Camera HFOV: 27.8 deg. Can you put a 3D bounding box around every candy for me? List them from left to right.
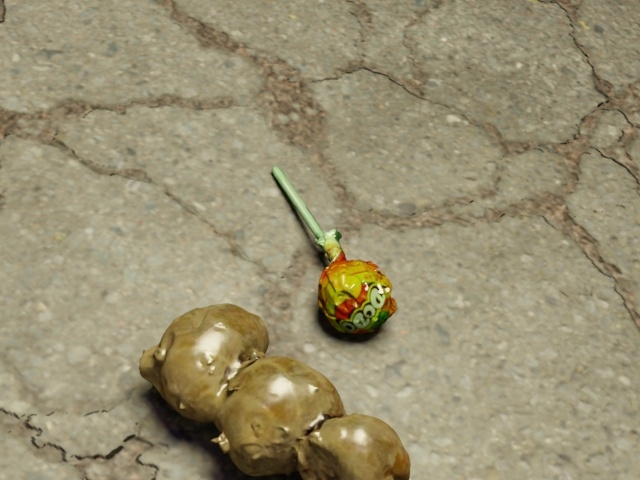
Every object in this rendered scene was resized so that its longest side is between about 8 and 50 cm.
[{"bbox_3d":[0.000,0.000,1.046,0.060,0.060,0.201,-9,42,-22],"label":"candy"}]

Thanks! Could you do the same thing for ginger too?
[{"bbox_3d":[-0.027,0.118,0.895,0.204,0.080,0.104,37,43,23],"label":"ginger"}]
